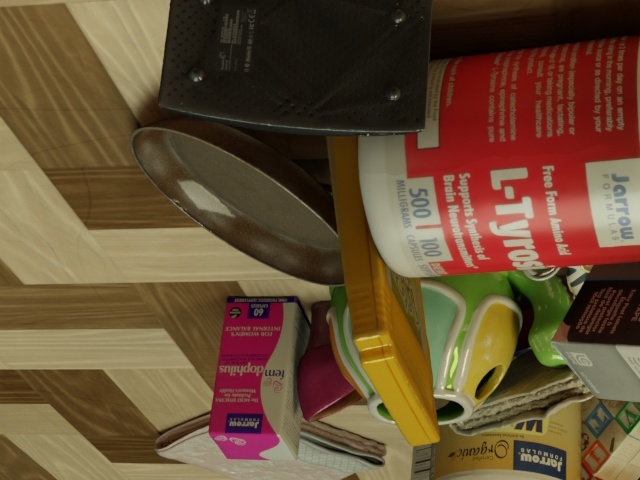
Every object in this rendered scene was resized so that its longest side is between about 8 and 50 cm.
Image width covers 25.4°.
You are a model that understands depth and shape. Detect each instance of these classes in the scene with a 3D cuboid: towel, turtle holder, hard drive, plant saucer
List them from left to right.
[{"bbox_3d":[-0.082,-0.052,1.668,0.311,0.050,0.310,28,161,10],"label":"plant saucer"},{"bbox_3d":[-0.093,0.396,2.655,0.332,0.053,0.317,24,148,-30],"label":"towel"},{"bbox_3d":[-0.023,-0.181,1.380,0.255,0.172,0.054,5,162,-2],"label":"hard drive"},{"bbox_3d":[0.168,0.123,1.868,0.320,0.227,0.243,7,152,-5],"label":"turtle holder"},{"bbox_3d":[0.314,0.182,1.903,0.282,0.187,0.049,-27,94,53],"label":"towel"}]

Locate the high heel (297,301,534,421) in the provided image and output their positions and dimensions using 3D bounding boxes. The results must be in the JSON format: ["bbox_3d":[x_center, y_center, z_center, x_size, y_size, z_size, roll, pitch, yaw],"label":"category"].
[{"bbox_3d":[0.155,0.181,2.037,0.377,0.181,0.127,-3,151,17],"label":"high heel"}]

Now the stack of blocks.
[{"bbox_3d":[0.418,0.366,2.203,0.087,0.171,0.297,25,108,-34],"label":"stack of blocks"}]

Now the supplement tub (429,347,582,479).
[{"bbox_3d":[0.279,0.319,2.135,0.228,0.316,0.228,4,153,2],"label":"supplement tub"}]

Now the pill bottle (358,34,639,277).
[{"bbox_3d":[0.261,-0.087,1.441,0.408,0.229,0.229,-5,151,20],"label":"pill bottle"}]

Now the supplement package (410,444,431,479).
[{"bbox_3d":[0.319,0.371,2.420,0.262,0.145,0.204,25,148,-35],"label":"supplement package"}]

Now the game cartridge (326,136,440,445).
[{"bbox_3d":[0.074,0.037,1.615,0.053,0.323,0.285,-13,150,10],"label":"game cartridge"}]

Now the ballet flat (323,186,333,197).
[{"bbox_3d":[0.000,0.000,1.844,0.070,0.070,0.188,6,153,0],"label":"ballet flat"}]

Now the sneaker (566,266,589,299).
[{"bbox_3d":[0.390,0.024,1.779,0.153,0.094,0.235,-2,143,33],"label":"sneaker"}]

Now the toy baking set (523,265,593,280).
[{"bbox_3d":[0.329,-0.027,1.656,0.256,0.030,0.196,13,115,-8],"label":"toy baking set"}]

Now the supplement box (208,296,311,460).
[{"bbox_3d":[-0.086,0.203,2.086,0.111,0.220,0.114,-1,153,13],"label":"supplement box"}]

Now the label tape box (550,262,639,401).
[{"bbox_3d":[0.442,0.047,1.453,0.348,0.249,0.115,-3,136,52],"label":"label tape box"}]

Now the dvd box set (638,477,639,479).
[{"bbox_3d":[0.515,0.463,2.409,0.062,0.308,0.420,49,150,4],"label":"dvd box set"}]
